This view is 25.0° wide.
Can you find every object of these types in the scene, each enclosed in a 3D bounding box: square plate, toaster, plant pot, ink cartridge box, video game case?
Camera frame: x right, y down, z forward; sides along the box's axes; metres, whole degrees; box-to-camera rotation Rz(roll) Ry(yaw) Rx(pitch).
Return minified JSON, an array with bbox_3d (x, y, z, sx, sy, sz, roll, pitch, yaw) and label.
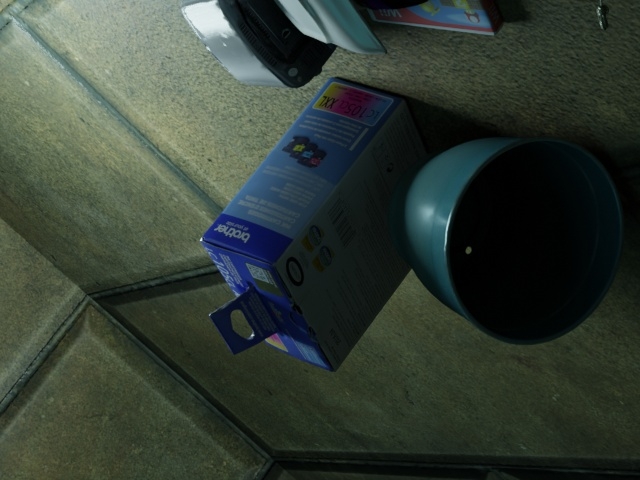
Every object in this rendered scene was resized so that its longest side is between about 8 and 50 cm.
[{"bbox_3d":[-0.070,-0.363,1.746,0.347,0.049,0.344,50,180,-16],"label":"square plate"},{"bbox_3d":[-0.094,-0.309,1.997,0.227,0.129,0.146,47,157,-26],"label":"toaster"},{"bbox_3d":[0.226,-0.017,1.964,0.272,0.272,0.255,47,168,-24],"label":"plant pot"},{"bbox_3d":[0.000,0.000,2.106,0.151,0.395,0.270,18,150,36],"label":"ink cartridge box"},{"bbox_3d":[0.091,-0.370,1.759,0.204,0.025,0.285,14,149,40],"label":"video game case"}]

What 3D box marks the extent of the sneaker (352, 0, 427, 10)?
[{"bbox_3d":[0.051,-0.374,1.658,0.146,0.102,0.293,17,157,38],"label":"sneaker"}]

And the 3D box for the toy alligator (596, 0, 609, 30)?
[{"bbox_3d":[0.309,-0.306,1.556,0.051,0.056,0.190,-17,136,11],"label":"toy alligator"}]
